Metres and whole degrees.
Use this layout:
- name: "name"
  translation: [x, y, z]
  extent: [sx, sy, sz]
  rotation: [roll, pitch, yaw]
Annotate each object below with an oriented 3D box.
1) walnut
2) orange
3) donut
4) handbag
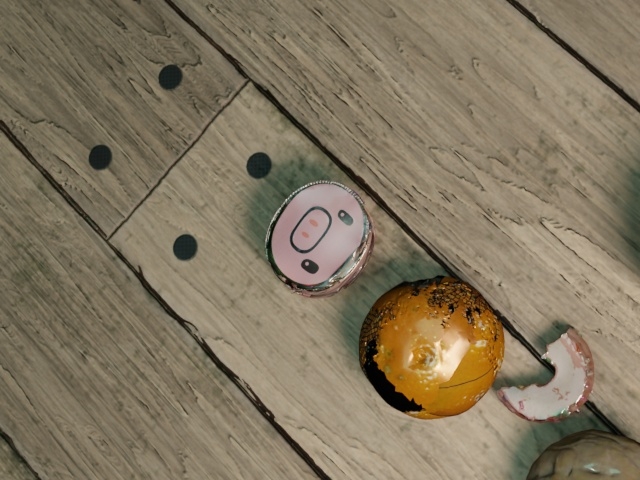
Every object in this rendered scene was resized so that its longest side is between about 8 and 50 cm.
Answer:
- name: "walnut"
  translation: [0.415, 0.385, 1.739]
  extent: [0.224, 0.224, 0.224]
  rotation: [-3, 82, 18]
- name: "orange"
  translation: [0.176, 0.171, 1.872]
  extent: [0.234, 0.182, 0.234]
  rotation: [0, 91, 8]
- name: "donut"
  translation: [0.372, 0.227, 1.852]
  extent: [0.166, 0.065, 0.117]
  rotation: [-45, 70, 9]
- name: "handbag"
  translation: [-0.001, 0.000, 1.980]
  extent: [0.179, 0.116, 0.205]
  rotation: [38, 94, 18]
